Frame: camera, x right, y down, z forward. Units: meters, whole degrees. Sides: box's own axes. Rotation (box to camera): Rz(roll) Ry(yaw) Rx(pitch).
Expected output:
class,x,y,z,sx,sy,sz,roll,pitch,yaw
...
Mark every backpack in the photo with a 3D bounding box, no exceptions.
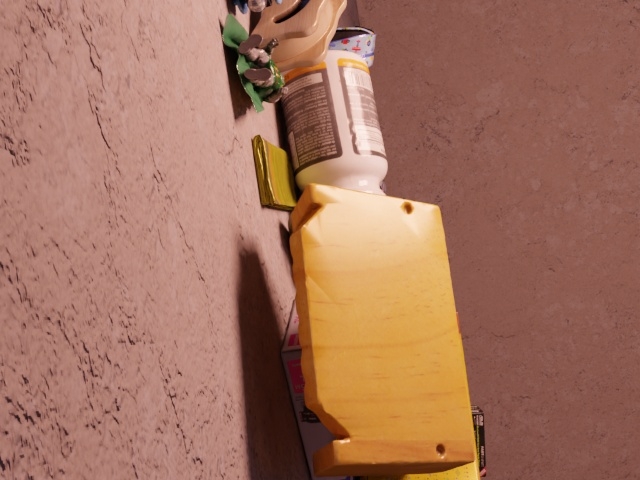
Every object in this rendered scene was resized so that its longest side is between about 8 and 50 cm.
class,x,y,z,sx,sy,sz,roll,pitch,yaw
backpack,0.023,-0.335,1.779,0.158,0.173,0.116,-65,145,-77

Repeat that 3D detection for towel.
class,x,y,z,sx,sy,sz,roll,pitch,yaw
towel,-0.064,-0.100,1.472,0.237,0.021,0.102,3,79,-82

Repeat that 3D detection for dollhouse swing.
class,x,y,z,sx,sy,sz,roll,pitch,yaw
dollhouse swing,0.025,0.151,1.314,0.315,0.305,0.346,8,67,-36

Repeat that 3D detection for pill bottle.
class,x,y,z,sx,sy,sz,roll,pitch,yaw
pill bottle,0.025,-0.165,1.618,0.162,0.162,0.278,48,31,-75

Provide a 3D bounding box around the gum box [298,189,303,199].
class,x,y,z,sx,sy,sz,roll,pitch,yaw
gum box,0.000,0.000,1.731,0.184,0.041,0.157,69,15,-55

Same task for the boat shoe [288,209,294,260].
class,x,y,z,sx,sy,sz,roll,pitch,yaw
boat shoe,0.013,0.039,1.565,0.285,0.105,0.089,69,12,-57

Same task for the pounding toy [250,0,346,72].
class,x,y,z,sx,sy,sz,roll,pitch,yaw
pounding toy,-0.051,-0.410,1.518,0.155,0.154,0.269,70,33,-53

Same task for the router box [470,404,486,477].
class,x,y,z,sx,sy,sz,roll,pitch,yaw
router box,0.284,0.374,1.790,0.092,0.038,0.122,57,32,-88

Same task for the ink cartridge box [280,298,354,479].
class,x,y,z,sx,sy,sz,roll,pitch,yaw
ink cartridge box,0.007,0.258,1.463,0.186,0.065,0.311,-77,158,-67

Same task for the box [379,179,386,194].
class,x,y,z,sx,sy,sz,roll,pitch,yaw
box,0.059,-0.091,1.893,0.094,0.137,0.027,-69,148,-75

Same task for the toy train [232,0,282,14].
class,x,y,z,sx,sy,sz,roll,pitch,yaw
toy train,-0.098,-0.407,1.381,0.105,0.080,0.184,65,18,-44

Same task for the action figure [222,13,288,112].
class,x,y,z,sx,sy,sz,roll,pitch,yaw
action figure,-0.082,-0.243,1.383,0.232,0.064,0.137,-32,110,-85

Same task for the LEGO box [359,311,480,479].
class,x,y,z,sx,sy,sz,roll,pitch,yaw
LEGO box,0.164,0.427,1.691,0.500,0.193,0.372,-88,176,-51
